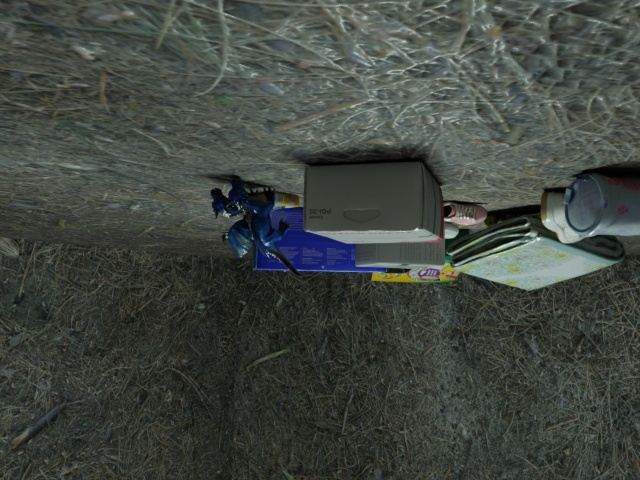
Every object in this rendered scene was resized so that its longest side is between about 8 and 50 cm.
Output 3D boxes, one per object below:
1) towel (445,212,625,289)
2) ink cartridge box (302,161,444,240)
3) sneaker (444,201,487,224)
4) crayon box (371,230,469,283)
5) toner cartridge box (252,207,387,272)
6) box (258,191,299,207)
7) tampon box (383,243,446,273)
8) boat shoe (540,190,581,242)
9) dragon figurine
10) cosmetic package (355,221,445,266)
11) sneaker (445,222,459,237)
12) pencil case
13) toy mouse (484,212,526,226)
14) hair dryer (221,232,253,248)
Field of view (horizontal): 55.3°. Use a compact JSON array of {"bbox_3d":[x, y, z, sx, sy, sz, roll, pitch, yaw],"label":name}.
[{"bbox_3d":[0.580,0.035,1.665,0.375,0.090,0.321,15,155,-29],"label":"towel"},{"bbox_3d":[0.108,-0.060,1.120,0.208,0.117,0.283,0,176,17],"label":"ink cartridge box"},{"bbox_3d":[0.330,-0.064,1.443,0.135,0.050,0.070,5,-179,4],"label":"sneaker"},{"bbox_3d":[0.348,0.065,2.206,0.314,0.106,0.363,1,161,3],"label":"crayon box"},{"bbox_3d":[0.000,0.000,1.608,0.348,0.165,0.075,2,175,-12],"label":"toner cartridge box"},{"bbox_3d":[-0.124,-0.088,1.388,0.136,0.028,0.081,-5,173,41],"label":"box"},{"bbox_3d":[0.245,0.012,1.721,0.161,0.101,0.120,-30,-171,-23],"label":"tampon box"},{"bbox_3d":[0.562,-0.047,1.323,0.096,0.098,0.277,-2,174,36],"label":"boat shoe"},{"bbox_3d":[-0.133,-0.014,1.250,0.085,0.289,0.144,1,-146,28],"label":"dragon figurine"},{"bbox_3d":[0.197,-0.008,1.535,0.184,0.151,0.151,2,174,-17],"label":"cosmetic package"},{"bbox_3d":[0.274,0.003,1.861,0.290,0.122,0.106,-1,173,5],"label":"sneaker"},{"bbox_3d":[0.578,-0.059,1.089,0.273,0.113,0.124,2,-175,-10],"label":"pencil case"},{"bbox_3d":[0.524,-0.053,1.671,0.143,0.031,0.161,1,175,-1],"label":"toy mouse"},{"bbox_3d":[-0.210,0.007,2.252,0.294,0.080,0.224,2,175,-21],"label":"hair dryer"}]
